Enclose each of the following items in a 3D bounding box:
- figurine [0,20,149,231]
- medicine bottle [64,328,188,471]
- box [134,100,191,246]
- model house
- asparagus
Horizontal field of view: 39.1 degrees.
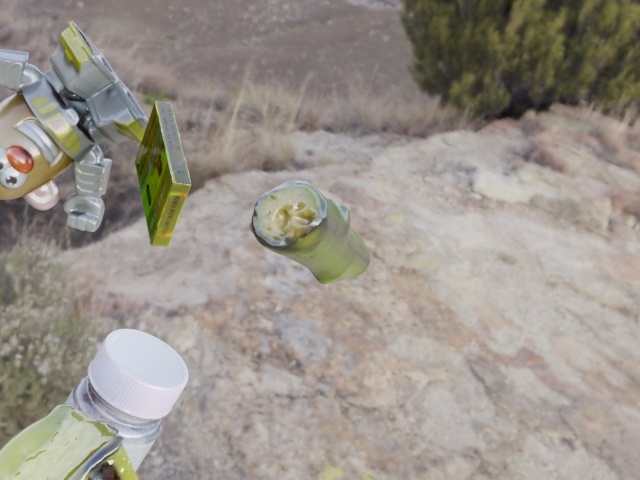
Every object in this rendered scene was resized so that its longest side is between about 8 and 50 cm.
[{"bbox_3d":[-0.434,-0.174,1.422,0.342,0.285,0.167,58,1,-3],"label":"figurine"},{"bbox_3d":[-0.346,0.296,1.496,0.165,0.273,0.165,29,18,-10],"label":"medicine bottle"},{"bbox_3d":[-0.233,-0.100,1.321,0.030,0.121,0.193,6,41,-27],"label":"box"},{"bbox_3d":[-0.340,0.380,1.243,0.175,0.234,0.193,16,47,39],"label":"model house"},{"bbox_3d":[-0.001,-0.002,0.806,0.060,0.067,0.277,30,-4,13],"label":"asparagus"}]
